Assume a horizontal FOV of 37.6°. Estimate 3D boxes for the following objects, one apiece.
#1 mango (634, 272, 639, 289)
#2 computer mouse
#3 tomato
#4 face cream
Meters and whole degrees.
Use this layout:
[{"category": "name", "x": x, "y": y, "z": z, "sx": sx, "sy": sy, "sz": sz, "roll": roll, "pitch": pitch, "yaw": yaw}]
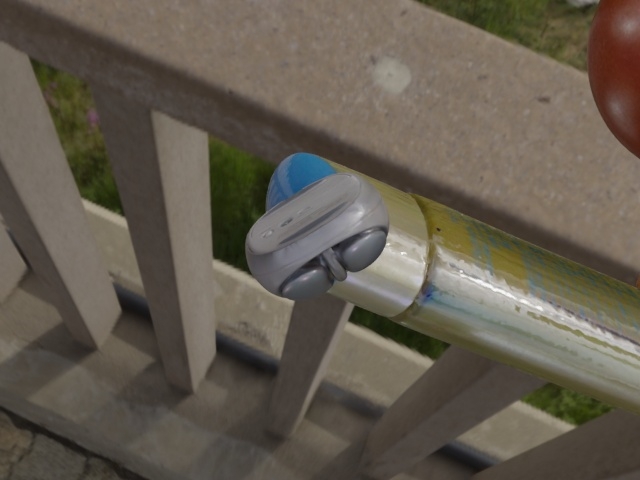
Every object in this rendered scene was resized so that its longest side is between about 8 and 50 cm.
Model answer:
[{"category": "mango", "x": 0.425, "y": 0.036, "z": 1.036, "sx": 0.102, "sy": 0.141, "sz": 0.217, "roll": 37, "pitch": 93, "yaw": -4}, {"category": "computer mouse", "x": 0.001, "y": 0.002, "z": 0.413, "sx": 0.066, "sy": 0.096, "sz": 0.039, "roll": -32, "pitch": 104, "yaw": 0}, {"category": "tomato", "x": 0.380, "y": -0.184, "z": 0.900, "sx": 0.224, "sy": 0.256, "sz": 0.256, "roll": 12, "pitch": 63, "yaw": 39}, {"category": "face cream", "x": 0.104, "y": 0.030, "z": 0.555, "sx": 0.285, "sy": 0.139, "sz": 0.067, "roll": 22, "pitch": 104, "yaw": -13}]
